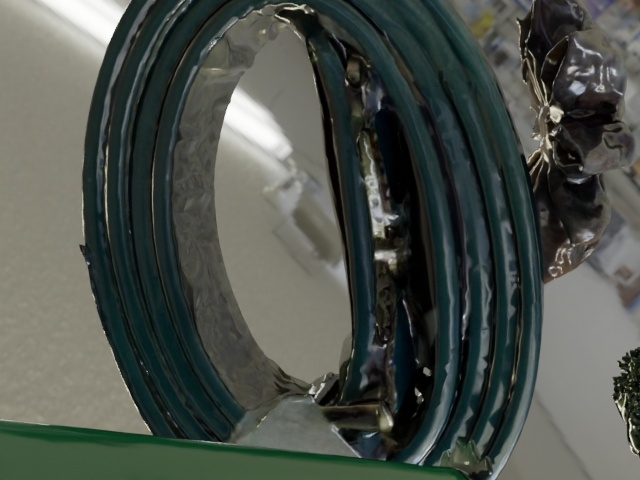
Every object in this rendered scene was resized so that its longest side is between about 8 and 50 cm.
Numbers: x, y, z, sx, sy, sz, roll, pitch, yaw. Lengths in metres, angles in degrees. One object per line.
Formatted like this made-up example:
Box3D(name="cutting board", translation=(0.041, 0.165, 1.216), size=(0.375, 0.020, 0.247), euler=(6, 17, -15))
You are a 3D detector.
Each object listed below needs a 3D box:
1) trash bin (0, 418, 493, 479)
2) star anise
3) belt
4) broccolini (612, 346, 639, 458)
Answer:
Box3D(name="trash bin", translation=(-0.112, 0.194, 0.347), size=(0.381, 0.259, 0.295), euler=(3, -145, -20))
Box3D(name="star anise", translation=(0.183, -0.097, 0.870), size=(0.230, 0.081, 0.262), euler=(-65, -27, -73))
Box3D(name="belt", translation=(0.000, -0.002, 0.837), size=(0.173, 0.300, 0.437), euler=(-15, -85, -78))
Box3D(name="broccolini", translation=(0.202, 0.146, 0.611), size=(0.057, 0.071, 0.254), euler=(19, 150, 49))
